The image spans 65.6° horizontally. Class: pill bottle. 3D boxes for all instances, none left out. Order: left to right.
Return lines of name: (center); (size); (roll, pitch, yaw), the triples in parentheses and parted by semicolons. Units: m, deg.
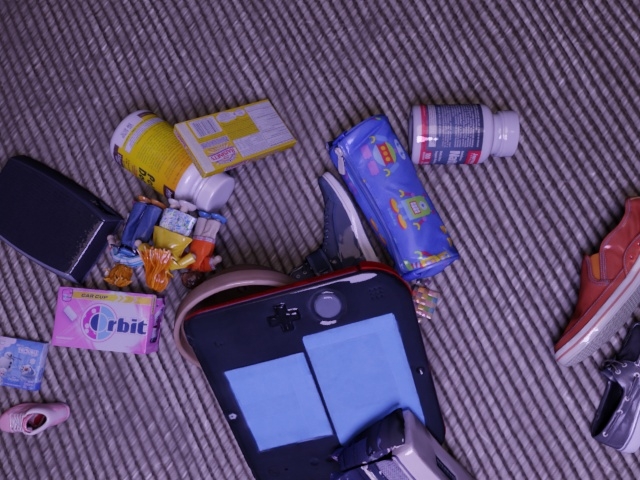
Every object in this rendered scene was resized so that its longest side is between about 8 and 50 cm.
pill bottle: (-0.268, -0.139, 0.914); (0.215, 0.117, 0.117); (34, 87, 8)
pill bottle: (0.251, -0.189, 0.886); (0.180, 0.108, 0.107); (0, 83, 5)

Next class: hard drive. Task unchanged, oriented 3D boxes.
hard drive: (-0.529, -0.044, 0.955); (0.255, 0.054, 0.172); (32, 87, 7)

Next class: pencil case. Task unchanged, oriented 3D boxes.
pencil case: (0.122, -0.072, 0.872); (0.133, 0.119, 0.306); (-21, 80, -35)

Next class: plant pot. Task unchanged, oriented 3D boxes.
plant pot: (-0.129, 0.117, 0.853); (0.237, 0.237, 0.109); (-20, 43, 2)

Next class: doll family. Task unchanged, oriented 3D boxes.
doll family: (-0.300, 0.008, 0.863); (0.263, 0.118, 0.163); (9, 75, 27)

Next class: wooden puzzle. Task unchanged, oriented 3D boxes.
wooden puzzle: (0.187, 0.111, 0.907); (0.049, 0.006, 0.083); (20, 85, 6)

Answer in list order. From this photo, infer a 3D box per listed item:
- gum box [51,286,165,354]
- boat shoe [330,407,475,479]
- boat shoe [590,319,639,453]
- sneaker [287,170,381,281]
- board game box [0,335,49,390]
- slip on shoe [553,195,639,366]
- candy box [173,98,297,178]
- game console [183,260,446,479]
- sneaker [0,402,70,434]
gum box: (-0.385, 0.146, 0.918); (0.189, 0.062, 0.107); (5, 84, 5)
boat shoe: (0.159, 0.426, 0.803); (0.158, 0.127, 0.340); (-34, 103, 18)
boat shoe: (0.510, 0.238, 0.838); (0.076, 0.080, 0.228); (15, 92, 4)
sneaker: (0.000, 0.000, 0.895); (0.164, 0.086, 0.226); (-24, 82, 0)
board game box: (-0.571, 0.233, 0.943); (0.090, 0.020, 0.090); (8, 83, 5)
slip on shoe: (0.492, 0.069, 0.849); (0.101, 0.123, 0.331); (32, 92, 39)
candy box: (-0.150, -0.189, 0.901); (0.206, 0.027, 0.105); (-27, 82, -36)
game console: (0.006, 0.236, 0.796); (0.342, 0.060, 0.386); (-17, 112, 1)
sneaker: (-0.538, 0.326, 0.905); (0.134, 0.070, 0.050); (-9, 85, 4)
